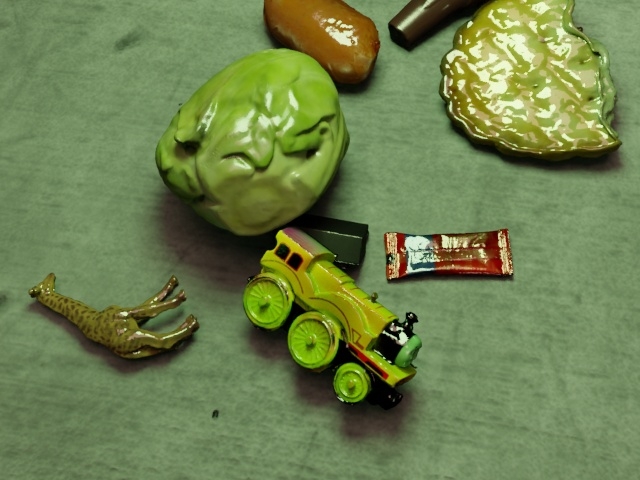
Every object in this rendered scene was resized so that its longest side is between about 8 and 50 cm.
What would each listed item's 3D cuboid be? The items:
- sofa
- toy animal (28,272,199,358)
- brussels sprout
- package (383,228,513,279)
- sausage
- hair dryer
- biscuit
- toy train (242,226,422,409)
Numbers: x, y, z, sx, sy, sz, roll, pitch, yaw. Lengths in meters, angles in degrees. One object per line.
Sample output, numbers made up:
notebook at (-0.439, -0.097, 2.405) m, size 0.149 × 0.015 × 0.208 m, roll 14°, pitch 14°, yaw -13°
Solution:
sofa at (0.000, 0.000, 1.355) m, size 0.147 × 0.085 × 0.060 m, roll 9°, pitch 108°, yaw 7°
toy animal at (-0.321, 0.115, 1.314) m, size 0.275 × 0.054 × 0.149 m, roll -1°, pitch 61°, yaw 3°
brussels sprout at (-0.095, -0.159, 1.328) m, size 0.328 × 0.247 × 0.328 m, roll -32°, pitch 33°, yaw 24°
package at (0.202, 0.021, 1.349) m, size 0.200 × 0.022 × 0.083 m, roll -2°, pitch 62°, yaw 3°
sausage at (-0.003, -0.375, 1.504) m, size 0.133 × 0.133 × 0.258 m, roll -42°, pitch 70°, yaw -17°
hair dryer at (0.335, -0.394, 1.527) m, size 0.340 × 0.123 × 0.312 m, roll 43°, pitch 83°, yaw 10°
biscuit at (0.375, -0.295, 1.439) m, size 0.329 × 0.078 × 0.335 m, roll 20°, pitch 83°, yaw 12°
toy train at (0.020, 0.114, 1.240) m, size 0.296 × 0.100 × 0.161 m, roll 39°, pitch 105°, yaw 20°
